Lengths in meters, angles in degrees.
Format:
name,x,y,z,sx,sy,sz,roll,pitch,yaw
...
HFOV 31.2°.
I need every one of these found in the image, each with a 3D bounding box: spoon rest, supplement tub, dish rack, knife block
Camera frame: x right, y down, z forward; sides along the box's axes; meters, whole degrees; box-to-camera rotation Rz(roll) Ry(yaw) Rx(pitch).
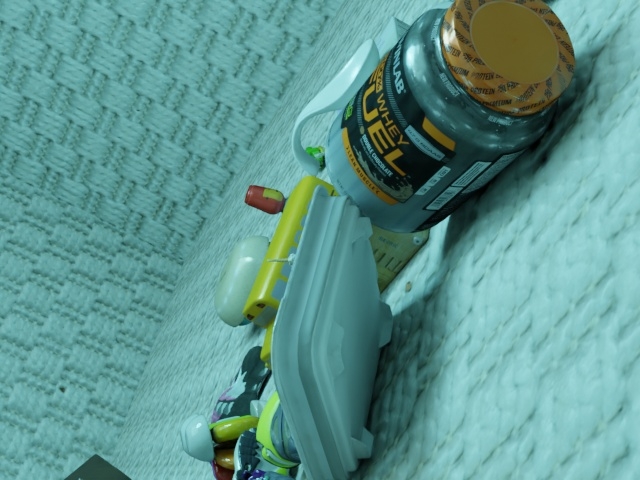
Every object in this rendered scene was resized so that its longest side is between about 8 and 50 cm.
name,x,y,z,sx,sy,sz,roll,pitch,yaw
spoon rest,0.023,-0.247,2.073,0.276,0.084,0.137,-59,12,28
supplement tub,0.158,-0.162,1.440,0.338,0.207,0.207,-46,20,56
dish rack,0.028,0.120,1.445,0.333,0.072,0.285,-76,-23,-47
knife block,0.107,-0.060,1.741,0.275,0.088,0.242,-54,14,41

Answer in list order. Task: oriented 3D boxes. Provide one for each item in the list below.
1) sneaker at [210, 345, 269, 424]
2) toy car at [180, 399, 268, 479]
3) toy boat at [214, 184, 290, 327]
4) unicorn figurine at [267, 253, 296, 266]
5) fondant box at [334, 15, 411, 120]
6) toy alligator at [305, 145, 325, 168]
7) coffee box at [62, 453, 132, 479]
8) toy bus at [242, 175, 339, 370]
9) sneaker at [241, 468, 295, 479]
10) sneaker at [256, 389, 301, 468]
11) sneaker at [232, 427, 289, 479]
name,x,y,z,sx,sy,sz,roll,pitch,yaw
sneaker,-0.143,0.286,2.166,0.178,0.072,0.077,-57,-2,-10
toy car,-0.136,0.336,1.852,0.182,0.159,0.136,150,108,-75
toy boat,-0.121,0.033,2.474,0.267,0.148,0.318,132,154,-68
unicorn figurine,0.000,0.000,1.737,0.162,0.060,0.111,-47,11,1
fondant box,0.117,-0.249,2.110,0.238,0.096,0.330,-58,11,23
toy alligator,-0.011,-0.186,2.661,0.189,0.056,0.051,-134,30,-77
coffee box,-0.327,0.473,1.626,0.168,0.119,0.297,-37,-36,-39
toy bus,-0.035,0.060,1.989,0.108,0.130,0.332,-44,22,59
sneaker,-0.049,0.346,1.484,0.083,0.098,0.224,-65,11,-10
sneaker,0.004,0.182,1.636,0.121,0.111,0.300,-12,61,65
sneaker,-0.093,0.393,1.653,0.275,0.107,0.110,-72,-6,-58
